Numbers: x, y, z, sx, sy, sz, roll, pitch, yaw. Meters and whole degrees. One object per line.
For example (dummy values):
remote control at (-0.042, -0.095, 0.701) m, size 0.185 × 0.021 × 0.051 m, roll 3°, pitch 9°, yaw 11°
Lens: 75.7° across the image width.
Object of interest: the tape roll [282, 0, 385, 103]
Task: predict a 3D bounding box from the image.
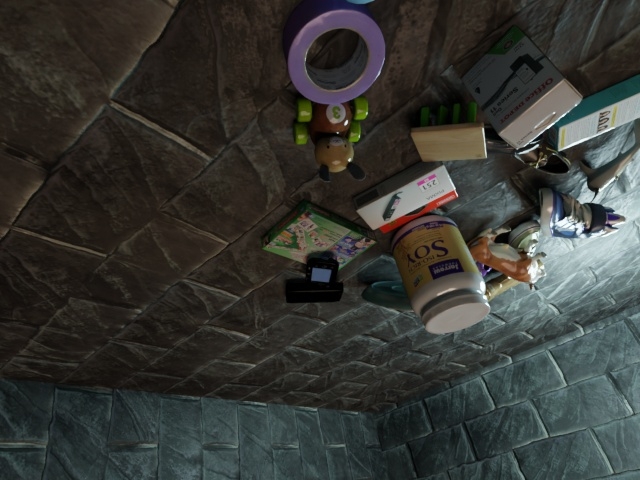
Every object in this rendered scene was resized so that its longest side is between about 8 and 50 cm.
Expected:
tape roll at (0.024, -0.368, 0.799) m, size 0.189 × 0.080 × 0.189 m, roll -9°, pitch 145°, yaw -6°

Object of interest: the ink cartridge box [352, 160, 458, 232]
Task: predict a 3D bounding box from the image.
ink cartridge box at (0.270, -0.112, 1.246) m, size 0.275 × 0.060 × 0.239 m, roll -27°, pitch 141°, yaw 19°

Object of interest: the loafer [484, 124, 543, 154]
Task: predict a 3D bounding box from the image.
loafer at (0.480, -0.271, 1.080) m, size 0.223 × 0.076 × 0.078 m, roll -4°, pitch 148°, yaw -4°

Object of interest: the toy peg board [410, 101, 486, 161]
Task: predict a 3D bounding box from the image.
toy peg board at (0.321, -0.267, 1.014) m, size 0.161 × 0.079 × 0.160 m, roll 2°, pitch 166°, yaw 26°

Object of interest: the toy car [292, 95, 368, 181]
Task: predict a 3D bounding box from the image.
toy car at (0.031, -0.211, 0.910) m, size 0.155 × 0.188 × 0.149 m, roll -6°, pitch 155°, yaw -11°

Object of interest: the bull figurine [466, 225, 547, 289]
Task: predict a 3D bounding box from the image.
bull figurine at (0.693, 0.061, 1.500) m, size 0.310 × 0.101 × 0.188 m, roll 21°, pitch 137°, yaw 4°

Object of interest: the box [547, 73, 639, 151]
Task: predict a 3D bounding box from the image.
box at (0.739, -0.337, 1.089) m, size 0.244 × 0.060 × 0.100 m, roll -23°, pitch 144°, yaw 13°

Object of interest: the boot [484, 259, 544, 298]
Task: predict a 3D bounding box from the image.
boot at (0.807, 0.181, 1.790) m, size 0.269 × 0.089 × 0.236 m, roll -29°, pitch 166°, yaw 3°

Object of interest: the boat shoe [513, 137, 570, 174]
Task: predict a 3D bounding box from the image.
boat shoe at (0.628, -0.242, 1.176) m, size 0.228 × 0.068 × 0.081 m, roll 7°, pitch 139°, yaw -26°

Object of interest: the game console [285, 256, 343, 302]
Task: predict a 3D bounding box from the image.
game console at (-0.018, 0.148, 1.464) m, size 0.213 × 0.044 × 0.361 m, roll -1°, pitch 152°, yaw -5°

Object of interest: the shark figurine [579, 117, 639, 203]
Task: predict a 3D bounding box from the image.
shark figurine at (0.861, -0.230, 1.252) m, size 0.166 × 0.116 × 0.278 m, roll -40°, pitch 160°, yaw -21°

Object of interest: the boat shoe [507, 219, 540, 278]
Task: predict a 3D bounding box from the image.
boat shoe at (0.775, 0.039, 1.584) m, size 0.109 × 0.094 × 0.302 m, roll -11°, pitch 145°, yaw -3°

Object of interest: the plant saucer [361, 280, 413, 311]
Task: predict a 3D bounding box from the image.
plant saucer at (0.314, 0.201, 1.552) m, size 0.318 × 0.317 × 0.043 m, roll 0°, pitch 99°, yaw -19°

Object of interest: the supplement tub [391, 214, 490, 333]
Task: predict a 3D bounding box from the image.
supplement tub at (0.387, 0.110, 1.351) m, size 0.241 × 0.331 × 0.241 m, roll -9°, pitch 144°, yaw -7°

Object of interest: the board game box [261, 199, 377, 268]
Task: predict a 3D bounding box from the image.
board game box at (0.000, 0.000, 1.321) m, size 0.317 × 0.046 × 0.213 m, roll 22°, pitch 132°, yaw -40°

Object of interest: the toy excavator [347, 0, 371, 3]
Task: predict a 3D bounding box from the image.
toy excavator at (0.218, -0.507, 0.605) m, size 0.433 × 0.222 × 0.445 m, roll -38°, pitch 151°, yaw 30°

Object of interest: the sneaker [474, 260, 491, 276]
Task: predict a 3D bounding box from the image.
sneaker at (0.652, 0.105, 1.655) m, size 0.068 × 0.071 × 0.170 m, roll -17°, pitch 145°, yaw 4°

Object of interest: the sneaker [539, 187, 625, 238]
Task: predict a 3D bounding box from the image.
sneaker at (0.847, -0.092, 1.338) m, size 0.236 × 0.130 × 0.323 m, roll -2°, pitch 161°, yaw 30°

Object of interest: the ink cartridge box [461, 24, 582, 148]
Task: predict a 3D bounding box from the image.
ink cartridge box at (0.417, -0.324, 0.875) m, size 0.087 × 0.208 × 0.153 m, roll 17°, pitch 134°, yaw -35°
